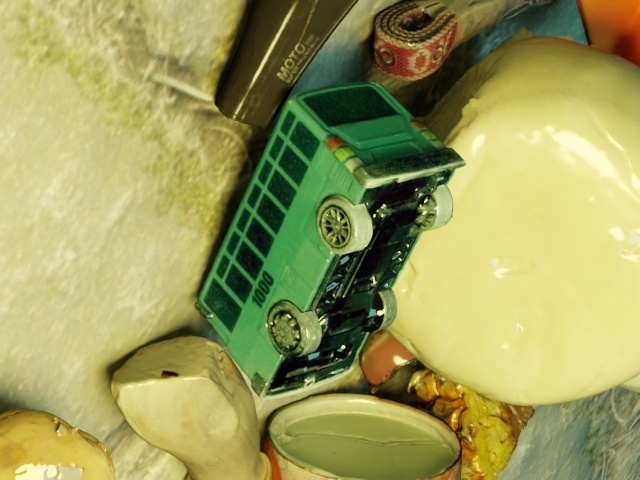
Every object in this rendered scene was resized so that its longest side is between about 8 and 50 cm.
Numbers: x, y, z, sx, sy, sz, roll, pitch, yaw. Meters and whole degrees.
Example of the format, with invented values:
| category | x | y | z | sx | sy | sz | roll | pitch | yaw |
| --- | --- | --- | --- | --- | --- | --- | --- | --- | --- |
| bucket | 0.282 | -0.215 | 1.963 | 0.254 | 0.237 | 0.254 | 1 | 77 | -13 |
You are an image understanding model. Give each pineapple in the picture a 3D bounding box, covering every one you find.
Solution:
| category | x | y | z | sx | sy | sz | roll | pitch | yaw |
| --- | --- | --- | --- | --- | --- | --- | --- | --- | --- |
| pineapple | 0.119 | 0.156 | 1.987 | 0.140 | 0.164 | 0.250 | 62 | 35 | -20 |

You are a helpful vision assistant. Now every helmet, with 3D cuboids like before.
| category | x | y | z | sx | sy | sz | roll | pitch | yaw |
| --- | --- | --- | --- | --- | --- | --- | --- | --- | --- |
| helmet | 0.062 | 0.113 | 1.922 | 0.084 | 0.049 | 0.065 | -44 | -174 | 20 |

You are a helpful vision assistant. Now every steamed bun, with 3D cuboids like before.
| category | x | y | z | sx | sy | sz | roll | pitch | yaw |
| --- | --- | --- | --- | --- | --- | --- | --- | --- | --- |
| steamed bun | 0.211 | -0.021 | 1.780 | 0.334 | 0.312 | 0.233 | -39 | -166 | 28 |

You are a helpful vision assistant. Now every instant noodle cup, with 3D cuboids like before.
| category | x | y | z | sx | sy | sz | roll | pitch | yaw |
| --- | --- | --- | --- | --- | --- | --- | --- | --- | --- |
| instant noodle cup | 0.034 | 0.293 | 1.859 | 0.243 | 0.243 | 0.231 | -18 | 121 | -47 |

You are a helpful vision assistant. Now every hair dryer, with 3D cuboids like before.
| category | x | y | z | sx | sy | sz | roll | pitch | yaw |
| --- | --- | --- | --- | --- | --- | --- | --- | --- | --- |
| hair dryer | 0.088 | -0.216 | 1.621 | 0.359 | 0.120 | 0.304 | 4 | 118 | -43 |

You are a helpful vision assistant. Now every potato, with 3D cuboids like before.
| category | x | y | z | sx | sy | sz | roll | pitch | yaw |
| --- | --- | --- | --- | --- | --- | --- | --- | --- | --- |
| potato | -0.242 | 0.224 | 1.535 | 0.161 | 0.128 | 0.235 | -27 | 140 | -19 |

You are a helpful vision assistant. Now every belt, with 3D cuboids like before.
| category | x | y | z | sx | sy | sz | roll | pitch | yaw |
| --- | --- | --- | --- | --- | --- | --- | --- | --- | --- |
| belt | 0.135 | -0.215 | 1.767 | 0.232 | 0.071 | 0.053 | -29 | 142 | -35 |

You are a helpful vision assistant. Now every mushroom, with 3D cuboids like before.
| category | x | y | z | sx | sy | sz | roll | pitch | yaw |
| --- | --- | --- | --- | --- | --- | --- | --- | --- | --- |
| mushroom | -0.104 | 0.159 | 1.692 | 0.247 | 0.096 | 0.108 | 65 | 35 | -54 |

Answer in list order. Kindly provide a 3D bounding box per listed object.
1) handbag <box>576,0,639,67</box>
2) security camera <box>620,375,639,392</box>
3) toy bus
| category | x | y | z | sx | sy | sz | roll | pitch | yaw |
| --- | --- | --- | --- | --- | --- | --- | --- | --- | --- |
| handbag | 0.363 | -0.373 | 1.830 | 0.410 | 0.116 | 0.303 | -65 | 152 | -23 |
| security camera | 0.351 | 0.052 | 2.142 | 0.194 | 0.194 | 0.236 | -57 | 145 | -7 |
| toy bus | 0.000 | 0.000 | 1.625 | 0.128 | 0.147 | 0.256 | -13 | 141 | -42 |
